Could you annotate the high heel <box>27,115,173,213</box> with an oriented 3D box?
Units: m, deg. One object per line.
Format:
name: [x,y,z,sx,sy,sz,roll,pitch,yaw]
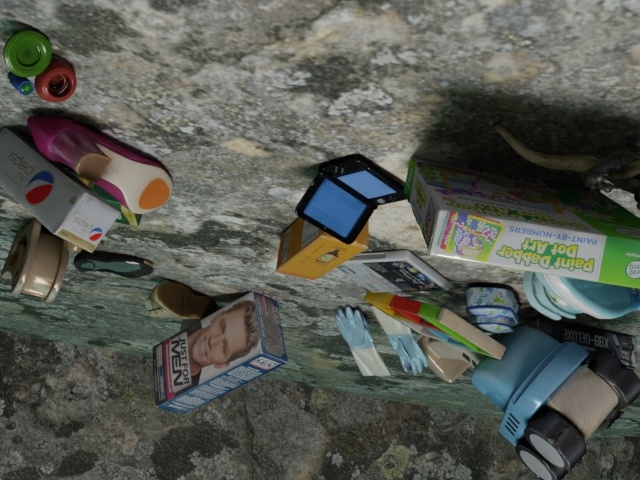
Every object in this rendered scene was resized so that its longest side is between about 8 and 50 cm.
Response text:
high heel: [-0.307,-0.109,1.002,0.117,0.082,0.244,38,-172,21]

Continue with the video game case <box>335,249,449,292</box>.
video game case: [0.132,0.062,1.351,0.173,0.022,0.190,-4,157,34]

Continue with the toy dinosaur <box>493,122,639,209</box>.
toy dinosaur: [0.319,-0.071,0.740,0.268,0.118,0.064,7,129,4]

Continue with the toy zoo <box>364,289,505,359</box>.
toy zoo: [0.219,0.168,1.467,0.192,0.030,0.293,33,168,-31]

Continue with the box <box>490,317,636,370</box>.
box: [0.558,0.270,1.685,0.243,0.076,0.307,12,161,-10]

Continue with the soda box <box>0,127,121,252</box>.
soda box: [-0.371,-0.071,0.951,0.216,0.069,0.074,33,176,32]

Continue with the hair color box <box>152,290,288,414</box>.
hair color box: [-0.256,0.281,1.732,0.347,0.173,0.105,-30,143,23]

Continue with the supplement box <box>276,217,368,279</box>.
supplement box: [0.000,0.000,1.142,0.078,0.080,0.233,13,162,-18]

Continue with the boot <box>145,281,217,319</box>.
boot: [-0.385,0.156,1.760,0.165,0.077,0.213,-1,162,31]

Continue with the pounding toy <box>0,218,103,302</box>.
pounding toy: [-0.532,0.055,1.406,0.155,0.154,0.270,21,158,-32]

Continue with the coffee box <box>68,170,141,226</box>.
coffee box: [-0.388,-0.073,1.147,0.184,0.040,0.113,11,161,-8]

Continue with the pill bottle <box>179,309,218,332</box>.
pill bottle: [-0.273,0.258,1.941,0.209,0.117,0.118,22,157,-36]

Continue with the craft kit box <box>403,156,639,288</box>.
craft kit box: [0.231,-0.027,0.796,0.250,0.060,0.246,9,-159,-3]

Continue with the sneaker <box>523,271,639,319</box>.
sneaker: [0.358,0.061,1.035,0.319,0.127,0.208,10,165,-40]

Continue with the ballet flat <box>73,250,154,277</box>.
ballet flat: [-0.453,0.047,1.541,0.173,0.049,0.057,7,129,-9]

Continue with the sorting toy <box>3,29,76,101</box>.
sorting toy: [-0.317,-0.192,0.773,0.042,0.061,0.102,37,170,32]

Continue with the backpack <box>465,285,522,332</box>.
backpack: [0.339,0.138,1.385,0.105,0.084,0.114,-2,156,22]

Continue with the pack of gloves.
pack of gloves: [0.153,0.234,1.707,0.195,0.046,0.232,-8,123,31]

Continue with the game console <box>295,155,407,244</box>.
game console: [0.047,-0.052,0.967,0.107,0.071,0.122,-10,151,43]

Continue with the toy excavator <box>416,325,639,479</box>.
toy excavator: [0.400,0.287,1.515,0.445,0.222,0.433,43,163,26]
